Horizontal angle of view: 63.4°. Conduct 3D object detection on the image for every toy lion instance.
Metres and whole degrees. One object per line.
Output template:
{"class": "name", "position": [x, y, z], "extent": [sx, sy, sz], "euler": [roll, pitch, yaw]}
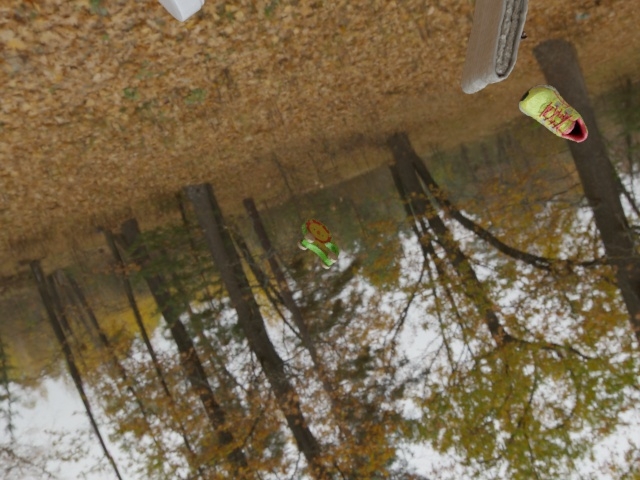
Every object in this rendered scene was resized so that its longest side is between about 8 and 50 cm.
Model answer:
{"class": "toy lion", "position": [0.000, 0.000, 1.095], "extent": [0.034, 0.100, 0.096], "euler": [-46, -174, 33]}

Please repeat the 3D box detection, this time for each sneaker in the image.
{"class": "sneaker", "position": [0.558, -0.294, 1.219], "extent": [0.209, 0.094, 0.081], "euler": [17, 129, -26]}

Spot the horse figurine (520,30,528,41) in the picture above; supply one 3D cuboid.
{"class": "horse figurine", "position": [0.459, -0.592, 1.286], "extent": [0.066, 0.263, 0.175], "euler": [-21, 167, 39]}

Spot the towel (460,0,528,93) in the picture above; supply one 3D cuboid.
{"class": "towel", "position": [0.315, -0.410, 0.915], "extent": [0.049, 0.282, 0.187], "euler": [9, -172, -2]}

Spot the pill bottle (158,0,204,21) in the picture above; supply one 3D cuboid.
{"class": "pill bottle", "position": [-0.149, -0.593, 0.927], "extent": [0.408, 0.229, 0.229], "euler": [-42, -173, -6]}
